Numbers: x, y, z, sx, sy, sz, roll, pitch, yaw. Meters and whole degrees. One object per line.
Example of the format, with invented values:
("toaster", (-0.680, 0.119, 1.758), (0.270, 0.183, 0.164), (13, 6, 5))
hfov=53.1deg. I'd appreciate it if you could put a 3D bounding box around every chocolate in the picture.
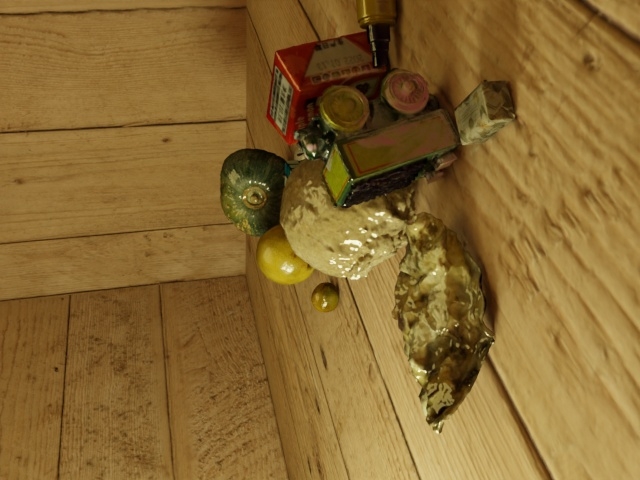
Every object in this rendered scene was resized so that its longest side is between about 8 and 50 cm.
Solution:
("chocolate", (0.014, -0.322, 1.380), (0.237, 0.235, 0.107), (115, 136, -65))

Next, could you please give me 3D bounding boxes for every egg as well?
("egg", (0.053, -0.060, 1.268), (0.310, 0.279, 0.279), (140, 124, -59))

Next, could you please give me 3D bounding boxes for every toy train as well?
("toy train", (0.095, -0.169, 1.055), (0.134, 0.261, 0.177), (118, 131, -69))

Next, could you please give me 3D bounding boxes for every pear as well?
("pear", (-0.111, 0.052, 2.144), (0.209, 0.209, 0.208), (174, 90, -77))

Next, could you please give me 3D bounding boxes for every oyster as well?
("oyster", (0.188, 0.126, 1.062), (0.238, 0.115, 0.351), (-153, 58, -74))

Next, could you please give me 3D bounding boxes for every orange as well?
("orange", (0.016, 0.167, 1.895), (0.085, 0.085, 0.095), (-111, 26, -48))

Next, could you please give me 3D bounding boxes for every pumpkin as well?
("pumpkin", (-0.238, -0.177, 2.382), (0.257, 0.292, 0.327), (-62, -12, -68))

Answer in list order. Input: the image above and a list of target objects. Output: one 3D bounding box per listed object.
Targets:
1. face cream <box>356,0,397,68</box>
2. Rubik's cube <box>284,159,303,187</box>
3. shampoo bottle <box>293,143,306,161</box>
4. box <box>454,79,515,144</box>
("face cream", (0.107, -0.472, 1.234), (0.078, 0.078, 0.273), (-166, 71, -76))
("Rubik's cube", (-0.008, -0.125, 1.707), (0.154, 0.155, 0.151), (-125, 31, -63))
("shampoo bottle", (-0.042, -0.199, 1.982), (0.127, 0.078, 0.256), (-171, 74, -73))
("box", (0.230, -0.180, 0.905), (0.098, 0.045, 0.062), (131, 131, -71))
